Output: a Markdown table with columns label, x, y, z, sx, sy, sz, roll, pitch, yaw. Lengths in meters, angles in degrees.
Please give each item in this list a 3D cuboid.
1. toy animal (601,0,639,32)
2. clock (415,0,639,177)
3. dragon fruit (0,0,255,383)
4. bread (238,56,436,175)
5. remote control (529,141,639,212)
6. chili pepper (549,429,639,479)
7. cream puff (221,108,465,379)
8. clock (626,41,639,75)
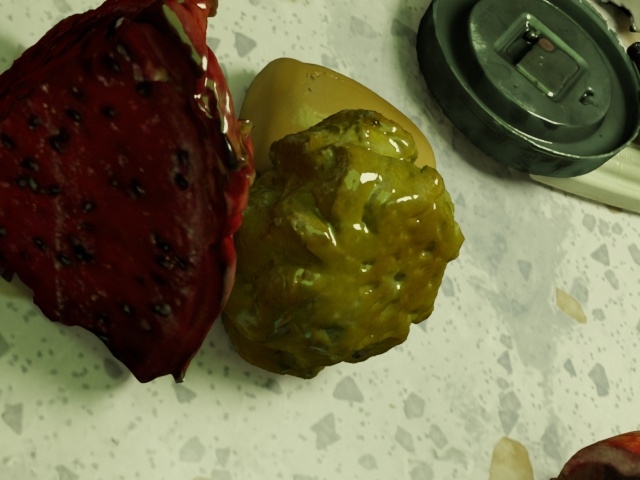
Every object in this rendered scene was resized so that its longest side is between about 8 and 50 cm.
| label | x | y | z | sx | sy | sz | roll | pitch | yaw |
| --- | --- | --- | --- | --- | --- | --- | --- | --- | --- |
| toy animal | 0.410 | -0.382 | 1.929 | 0.208 | 0.204 | 0.156 | 48 | 49 | -19 |
| clock | 0.236 | -0.191 | 1.747 | 0.281 | 0.055 | 0.280 | 16 | 51 | -21 |
| dragon fruit | -0.116 | -0.084 | 1.261 | 0.286 | 0.329 | 0.228 | 44 | 40 | -9 |
| bread | 0.025 | -0.094 | 1.531 | 0.217 | 0.098 | 0.147 | 25 | 57 | -25 |
| remote control | 0.330 | -0.088 | 1.805 | 0.230 | 0.049 | 0.090 | 14 | 56 | -31 |
| chili pepper | 0.356 | 0.301 | 1.523 | 0.305 | 0.229 | 0.251 | -8 | 69 | -52 |
| cream puff | 0.012 | 0.004 | 1.392 | 0.244 | 0.244 | 0.196 | 12 | 47 | -34 |
| clock | 0.446 | -0.142 | 1.861 | 0.194 | 0.100 | 0.195 | 51 | 1 | -36 |
